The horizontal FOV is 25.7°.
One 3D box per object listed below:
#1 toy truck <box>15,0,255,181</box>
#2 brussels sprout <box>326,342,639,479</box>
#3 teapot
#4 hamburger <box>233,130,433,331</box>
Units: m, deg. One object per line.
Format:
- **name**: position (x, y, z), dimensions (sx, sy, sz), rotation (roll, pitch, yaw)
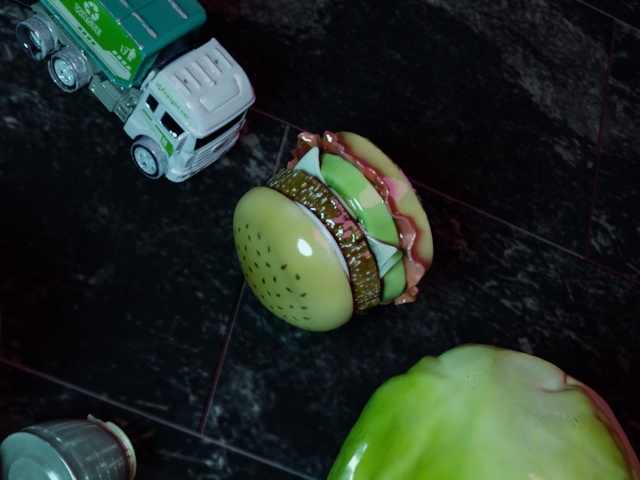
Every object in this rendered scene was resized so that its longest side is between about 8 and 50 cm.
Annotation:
- **toy truck**: position (-0.169, -0.178, 1.226), dimensions (0.253, 0.124, 0.114), rotation (47, 56, 6)
- **brussels sprout**: position (0.122, 0.228, 1.060), dimensions (0.227, 0.260, 0.294), rotation (17, 88, -56)
- **teapot**: position (-0.183, 0.188, 1.055), dimensions (0.092, 0.124, 0.091), rotation (18, 25, 32)
- **hamburger**: position (0.002, 0.003, 1.193), dimensions (0.137, 0.175, 0.175), rotation (-35, 83, -23)
